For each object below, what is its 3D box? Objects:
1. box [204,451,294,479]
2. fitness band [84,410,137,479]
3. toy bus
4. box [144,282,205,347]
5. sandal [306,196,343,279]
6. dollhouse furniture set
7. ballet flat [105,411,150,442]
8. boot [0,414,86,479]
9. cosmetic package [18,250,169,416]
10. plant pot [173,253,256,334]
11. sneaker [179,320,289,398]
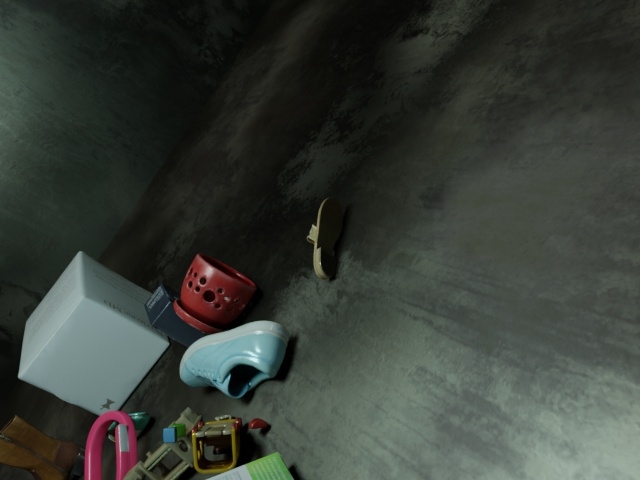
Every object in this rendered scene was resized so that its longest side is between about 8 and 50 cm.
[{"bbox_3d":[-0.178,0.511,1.130,0.321,0.059,0.232,-17,23,-18],"label":"box"},{"bbox_3d":[-0.568,0.605,1.745,0.209,0.054,0.291,-37,50,34],"label":"fitness band"},{"bbox_3d":[-0.222,0.449,1.412,0.190,0.202,0.105,-13,78,42],"label":"toy bus"},{"bbox_3d":[-0.426,0.225,1.921,0.093,0.156,0.158,-52,28,1],"label":"box"},{"bbox_3d":[-0.004,-0.003,1.614,0.079,0.088,0.240,-23,45,35],"label":"sandal"},{"bbox_3d":[-0.371,0.535,1.599,0.182,0.101,0.161,-44,5,18],"label":"dollhouse furniture set"},{"bbox_3d":[-0.563,0.544,1.874,0.247,0.083,0.087,-18,68,47],"label":"ballet flat"},{"bbox_3d":[-0.871,0.696,1.933,0.264,0.280,0.096,-56,28,-6],"label":"boot"},{"bbox_3d":[-0.745,0.304,2.132,0.327,0.329,0.393,-51,29,3],"label":"cosmetic package"},{"bbox_3d":[-0.297,0.153,1.780,0.174,0.191,0.191,-59,28,3],"label":"plant pot"},{"bbox_3d":[-0.232,0.312,1.557,0.366,0.135,0.150,-31,32,37],"label":"sneaker"}]
